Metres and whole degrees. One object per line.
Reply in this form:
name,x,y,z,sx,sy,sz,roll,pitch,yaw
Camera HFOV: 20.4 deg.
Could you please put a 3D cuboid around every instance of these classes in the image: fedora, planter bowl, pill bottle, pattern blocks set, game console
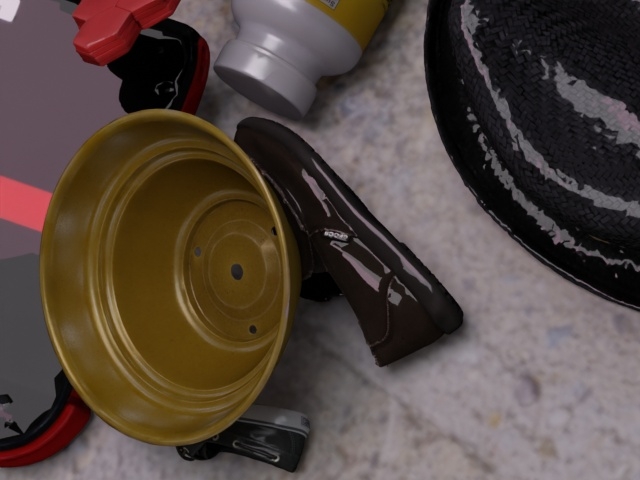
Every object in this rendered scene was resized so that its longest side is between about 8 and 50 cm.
fedora,0.192,-0.096,1.068,0.334,0.152,0.334,5,101,26
planter bowl,-0.079,0.023,1.175,0.217,0.090,0.217,2,93,38
pill bottle,0.000,-0.183,1.266,0.103,0.103,0.184,25,80,27
pattern blocks set,-0.056,-0.259,1.250,0.285,0.026,0.325,-23,34,12
game console,-0.308,-0.046,1.274,0.386,0.060,0.342,19,83,6

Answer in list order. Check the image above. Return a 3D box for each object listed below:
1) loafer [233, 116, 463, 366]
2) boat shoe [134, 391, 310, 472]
loafer,0.000,0.000,1.206,0.078,0.080,0.220,-44,61,-1
boat shoe,-0.077,0.130,1.203,0.142,0.049,0.040,4,71,20
